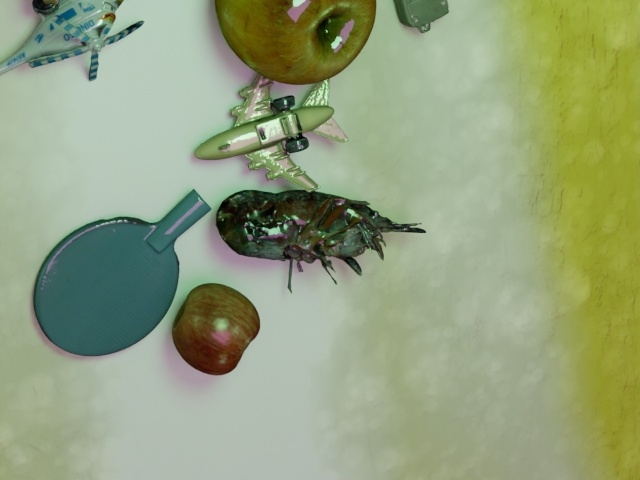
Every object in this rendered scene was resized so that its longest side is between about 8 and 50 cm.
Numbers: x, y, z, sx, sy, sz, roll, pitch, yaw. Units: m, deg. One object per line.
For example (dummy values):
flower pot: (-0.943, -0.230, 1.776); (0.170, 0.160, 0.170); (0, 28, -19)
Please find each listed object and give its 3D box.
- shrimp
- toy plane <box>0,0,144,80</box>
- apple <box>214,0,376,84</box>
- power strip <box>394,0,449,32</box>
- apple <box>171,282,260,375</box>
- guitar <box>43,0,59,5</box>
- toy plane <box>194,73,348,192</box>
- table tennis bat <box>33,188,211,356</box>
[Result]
shrimp: (-0.002, -0.001, 1.945); (0.372, 0.137, 0.172); (14, 145, -21)
toy plane: (-0.397, -0.281, 1.703); (0.273, 0.107, 0.182); (-35, 163, 11)
apple: (-0.041, -0.351, 1.769); (0.237, 0.207, 0.237); (-22, 131, -27)
power strip: (0.137, -0.465, 1.875); (0.078, 0.052, 0.272); (-25, 115, -14)
apple: (-0.170, 0.140, 1.903); (0.131, 0.146, 0.146); (33, 93, -6)
guitar: (-0.309, -0.440, 1.597); (0.084, 0.038, 0.271); (32, 106, 7)
toy plane: (-0.080, -0.173, 1.864); (0.244, 0.092, 0.229); (-20, 99, -19)
table tennis bat: (-0.305, 0.045, 1.869); (0.329, 0.044, 0.215); (-44, 118, -1)
